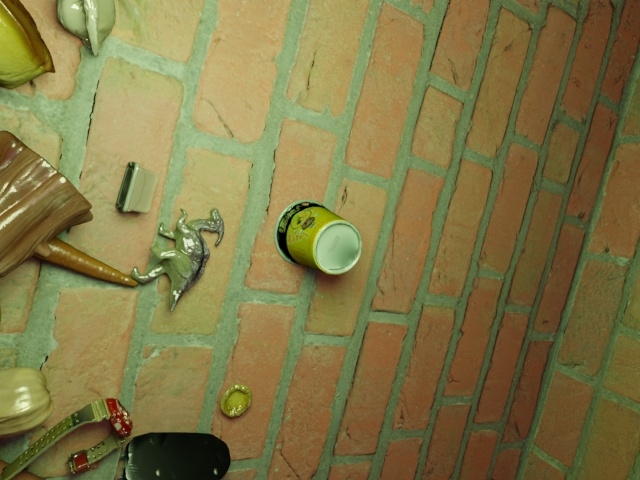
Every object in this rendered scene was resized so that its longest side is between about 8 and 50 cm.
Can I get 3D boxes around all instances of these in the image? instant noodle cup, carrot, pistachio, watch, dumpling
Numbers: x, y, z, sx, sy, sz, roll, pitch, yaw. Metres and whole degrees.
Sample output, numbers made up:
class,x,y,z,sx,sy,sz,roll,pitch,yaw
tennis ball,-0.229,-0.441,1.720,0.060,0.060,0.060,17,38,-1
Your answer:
class,x,y,z,sx,sy,sz,roll,pitch,yaw
instant noodle cup,0.000,0.000,1.178,0.215,0.236,0.216,-6,104,-24
carrot,-0.598,0.039,0.981,0.335,0.069,0.069,31,85,-33
pistachio,-0.732,0.373,0.923,0.229,0.157,0.158,-6,103,-14
watch,-0.614,0.515,1.030,0.268,0.102,0.165,-37,135,-17
dumpling,-0.505,-0.508,0.879,0.118,0.136,0.199,-16,96,-16

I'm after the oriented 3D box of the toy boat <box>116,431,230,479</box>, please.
class,x,y,z,sx,sy,sz,roll,pitch,yaw
toy boat,-0.411,0.636,1.175,0.298,0.134,0.092,20,127,-31

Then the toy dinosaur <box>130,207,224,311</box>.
class,x,y,z,sx,sy,sz,roll,pitch,yaw
toy dinosaur,-0.366,0.031,1.084,0.162,0.077,0.294,33,84,-28

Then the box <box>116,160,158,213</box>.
class,x,y,z,sx,sy,sz,roll,pitch,yaw
box,-0.449,-0.127,1.008,0.062,0.089,0.122,14,94,-39

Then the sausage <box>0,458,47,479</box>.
class,x,y,z,sx,sy,sz,roll,pitch,yaw
sausage,-0.739,0.616,1.000,0.419,0.094,0.094,50,33,-26

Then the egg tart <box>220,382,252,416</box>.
class,x,y,z,sx,sy,sz,roll,pitch,yaw
egg tart,-0.259,0.482,1.248,0.105,0.039,0.105,-6,102,-26

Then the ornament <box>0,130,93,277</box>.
class,x,y,z,sx,sy,sz,roll,pitch,yaw
ornament,-0.631,-0.063,0.821,0.218,0.221,0.235,-53,139,-27

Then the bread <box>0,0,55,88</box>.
class,x,y,z,sx,sy,sz,roll,pitch,yaw
bread,-0.628,-0.418,0.764,0.148,0.269,0.270,-40,115,-14
